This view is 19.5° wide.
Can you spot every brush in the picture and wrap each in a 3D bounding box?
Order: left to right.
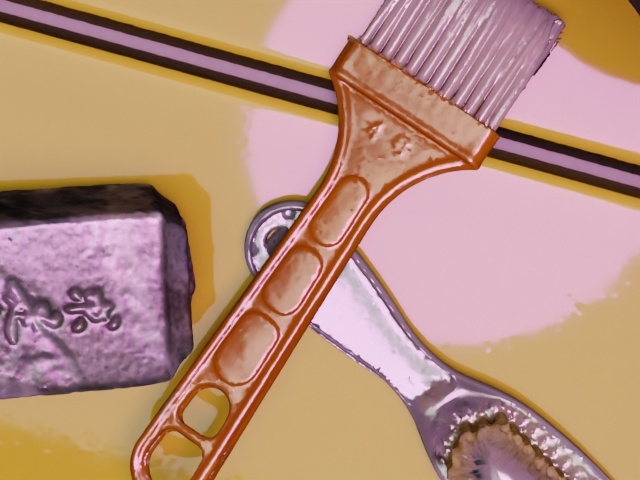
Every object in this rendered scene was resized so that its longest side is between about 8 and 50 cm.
[{"bbox_3d":[0.000,0.000,0.919,0.090,0.017,0.314,34,91,8],"label":"brush"},{"bbox_3d":[0.070,0.096,0.933,0.297,0.060,0.068,45,99,-5],"label":"brush"}]

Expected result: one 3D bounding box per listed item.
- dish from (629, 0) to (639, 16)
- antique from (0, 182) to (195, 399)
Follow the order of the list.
[{"bbox_3d":[0.161,-0.185,0.736,0.124,0.324,0.324,-7,99,33],"label":"dish"},{"bbox_3d":[-0.152,0.025,0.901,0.183,0.086,0.088,-5,103,-8],"label":"antique"}]
